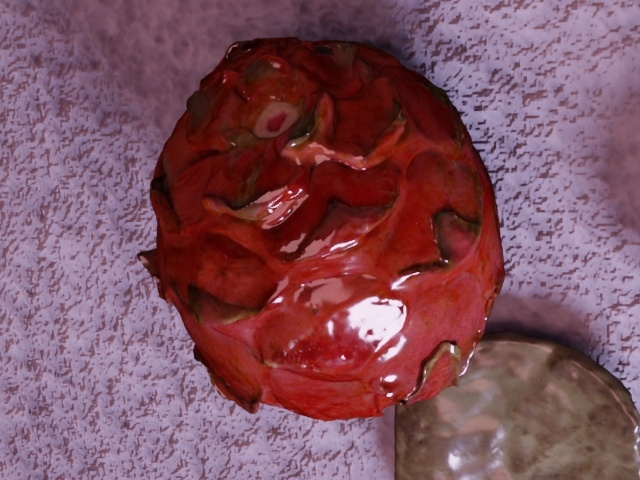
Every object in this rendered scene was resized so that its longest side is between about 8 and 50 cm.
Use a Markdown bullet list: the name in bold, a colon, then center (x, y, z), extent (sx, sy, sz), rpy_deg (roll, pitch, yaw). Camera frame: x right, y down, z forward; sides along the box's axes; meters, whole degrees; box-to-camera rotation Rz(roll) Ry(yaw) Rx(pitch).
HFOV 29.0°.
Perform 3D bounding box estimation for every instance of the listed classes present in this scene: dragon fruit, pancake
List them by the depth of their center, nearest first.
- **dragon fruit**: center (0.003, -0.008, 0.790), extent (0.241, 0.241, 0.252), rpy_deg (-33, 108, 28)
- **pancake**: center (0.152, 0.178, 0.910), extent (0.222, 0.042, 0.236), rpy_deg (-33, 90, 36)
